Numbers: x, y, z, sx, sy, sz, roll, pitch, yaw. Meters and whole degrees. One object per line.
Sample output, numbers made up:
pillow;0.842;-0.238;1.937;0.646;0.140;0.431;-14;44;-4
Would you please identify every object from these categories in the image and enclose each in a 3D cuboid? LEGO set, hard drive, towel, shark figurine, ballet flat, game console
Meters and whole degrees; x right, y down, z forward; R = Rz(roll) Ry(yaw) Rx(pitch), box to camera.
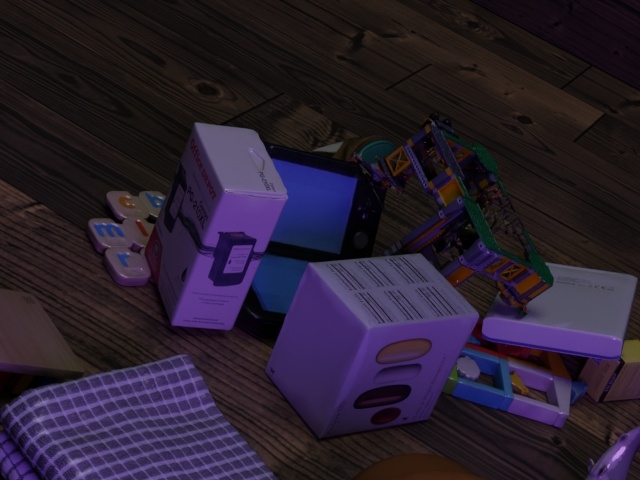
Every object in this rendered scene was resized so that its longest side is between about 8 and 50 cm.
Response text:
LEGO set;0.185;-0.009;2.221;0.255;0.192;0.331;12;46;-56
hard drive;0.390;0.105;2.322;0.210;0.040;0.318;8;18;14
towel;-0.207;0.257;1.674;0.283;0.121;0.235;-10;44;-45
shark figurine;0.402;0.332;1.907;0.116;0.278;0.166;31;-2;-20
ballet flat;0.020;-0.104;2.473;0.124;0.116;0.342;11;29;19
game console;0.000;0.000;2.175;0.293;0.250;0.173;11;4;-35

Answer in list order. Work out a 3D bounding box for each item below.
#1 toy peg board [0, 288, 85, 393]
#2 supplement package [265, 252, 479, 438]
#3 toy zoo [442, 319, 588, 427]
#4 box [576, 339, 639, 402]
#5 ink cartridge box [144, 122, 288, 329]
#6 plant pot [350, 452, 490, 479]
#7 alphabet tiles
toy peg board;-0.407;0.134;1.806;0.160;0.079;0.161;14;27;-48
supplement package;0.069;0.141;1.981;0.203;0.194;0.149;-4;38;-38
toy zoo;0.269;0.190;2.209;0.293;0.030;0.192;17;29;-10
box;0.522;0.203;2.308;0.232;0.087;0.058;-1;36;-34
ink cartridge box;-0.149;-0.021;2.019;0.100;0.237;0.172;7;35;-28
plant pot;0.112;0.364;1.589;0.291;0.291;0.203;17;13;-10
alphabet tiles;-0.204;0.016;2.179;0.284;0.021;0.278;-1;39;-36
